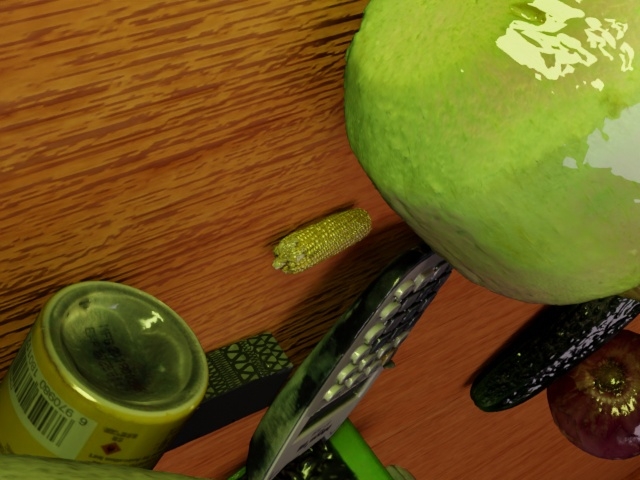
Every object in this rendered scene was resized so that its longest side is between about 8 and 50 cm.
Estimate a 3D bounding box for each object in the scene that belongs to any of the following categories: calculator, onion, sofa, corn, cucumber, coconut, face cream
[{"bbox_3d":[0.036,0.088,0.938,0.268,0.040,0.177,-53,166,25],"label":"calculator"},{"bbox_3d":[0.394,0.205,1.535,0.177,0.177,0.153,-45,165,14],"label":"onion"},{"bbox_3d":[-0.082,0.113,0.852,0.118,0.039,0.060,-18,148,-38],"label":"sofa"},{"bbox_3d":[0.000,0.000,0.778,0.083,0.027,0.028,-27,161,-31],"label":"corn"},{"bbox_3d":[0.274,0.123,1.346,0.241,0.074,0.074,-44,156,16],"label":"cucumber"},{"bbox_3d":[0.139,-0.078,0.626,0.205,0.235,0.236,-4,-174,43],"label":"coconut"},{"bbox_3d":[-0.192,0.178,0.725,0.105,0.105,0.348,-9,143,-49],"label":"face cream"}]

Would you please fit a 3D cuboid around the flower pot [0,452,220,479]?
[{"bbox_3d":[-0.143,0.240,0.537,0.330,0.293,0.293,5,137,-24],"label":"flower pot"}]

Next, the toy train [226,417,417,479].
[{"bbox_3d":[-0.030,0.323,1.152,0.307,0.173,0.249,-36,150,-5],"label":"toy train"}]
